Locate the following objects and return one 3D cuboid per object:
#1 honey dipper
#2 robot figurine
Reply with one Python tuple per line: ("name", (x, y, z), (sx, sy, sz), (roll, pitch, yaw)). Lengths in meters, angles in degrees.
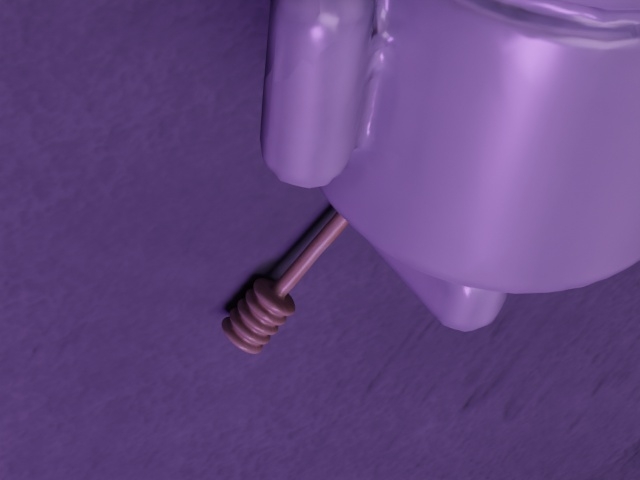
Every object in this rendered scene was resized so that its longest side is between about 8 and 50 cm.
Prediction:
("honey dipper", (0.000, 0.000, 1.101), (0.030, 0.030, 0.161), (18, 119, -46))
("robot figurine", (0.099, -0.116, 0.878), (0.300, 0.200, 0.353), (-26, 147, -30))
